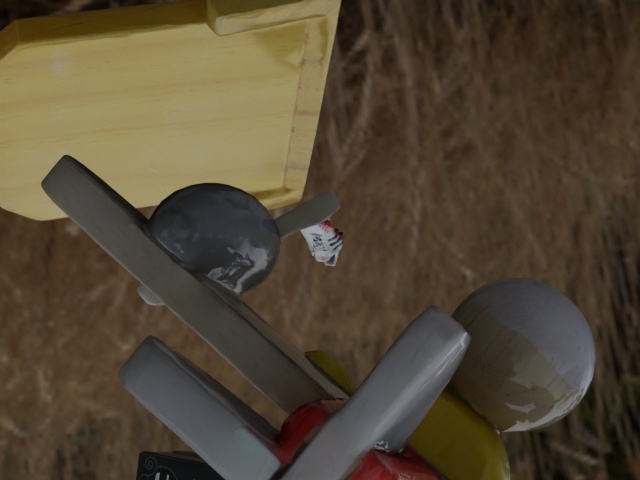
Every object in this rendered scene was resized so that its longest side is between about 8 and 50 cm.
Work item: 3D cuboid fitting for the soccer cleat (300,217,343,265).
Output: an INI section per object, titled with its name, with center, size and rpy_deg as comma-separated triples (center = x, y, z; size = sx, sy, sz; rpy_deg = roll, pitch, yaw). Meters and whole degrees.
[soccer cleat]
center = 0.000, 0.000, 1.320
size = 0.029, 0.036, 0.083
rpy_deg = 5, 167, 20

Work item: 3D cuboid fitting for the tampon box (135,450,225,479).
[tampon box]
center = -0.073, 0.249, 1.112
size = 0.120, 0.161, 0.101
rpy_deg = 5, 176, 33

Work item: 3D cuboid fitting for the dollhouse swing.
[dollhouse swing]
center = -0.144, -0.206, 1.369
size = 0.304, 0.315, 0.347
rpy_deg = 5, 152, -4

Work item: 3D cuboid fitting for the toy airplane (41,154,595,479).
[toy airplane]
center = 0.044, 0.111, 0.753
size = 0.272, 0.386, 0.384
rpy_deg = -44, -152, -20
